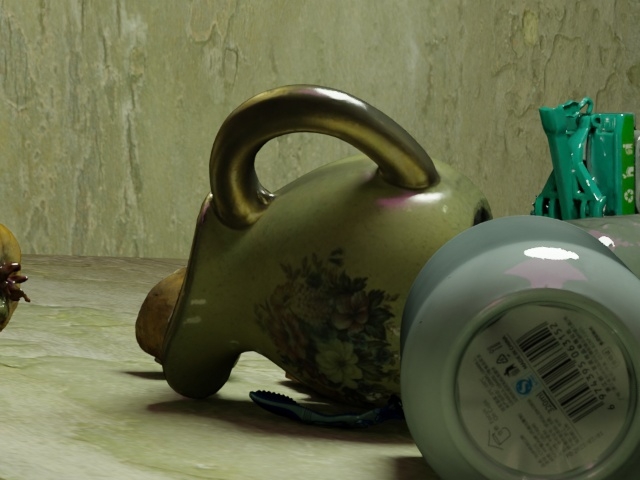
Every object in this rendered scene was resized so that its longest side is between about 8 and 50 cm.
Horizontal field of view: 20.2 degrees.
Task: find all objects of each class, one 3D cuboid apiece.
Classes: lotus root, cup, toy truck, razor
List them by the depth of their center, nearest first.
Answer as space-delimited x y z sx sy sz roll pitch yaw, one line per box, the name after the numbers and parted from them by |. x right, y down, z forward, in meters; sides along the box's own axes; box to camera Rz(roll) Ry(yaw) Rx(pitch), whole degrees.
0.157 0.089 1.345 0.205 0.205 0.312 4 4 4 | cup
0.004 0.152 1.613 0.155 0.028 0.044 3 -29 22 | razor
-0.130 0.087 1.893 0.112 0.122 0.081 29 0 -20 | lotus root
0.397 -0.025 2.574 0.178 0.363 0.176 -9 9 -34 | toy truck

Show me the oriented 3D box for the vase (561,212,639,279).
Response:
0.440 0.050 2.393 0.291 0.245 0.245 -3 5 -17 | vase

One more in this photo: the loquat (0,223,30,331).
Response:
-0.423 0.035 1.941 0.234 0.176 0.187 15 5 9 | loquat

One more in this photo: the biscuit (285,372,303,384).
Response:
0.071 0.141 1.827 0.280 0.043 0.183 7 7 43 | biscuit

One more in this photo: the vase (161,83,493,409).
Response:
0.000 0.000 1.657 0.302 0.329 0.241 1 35 16 | vase
